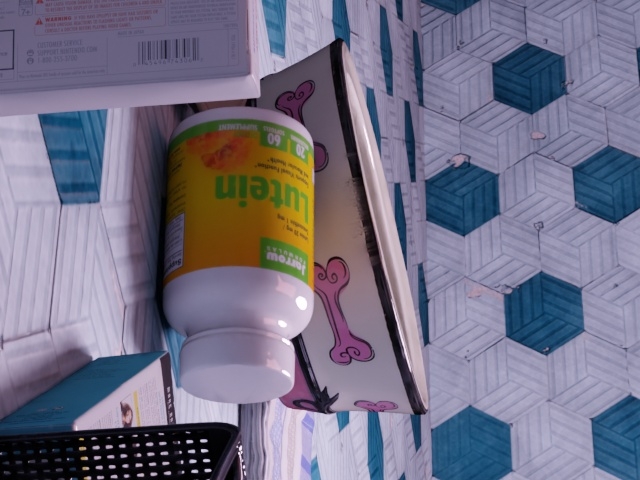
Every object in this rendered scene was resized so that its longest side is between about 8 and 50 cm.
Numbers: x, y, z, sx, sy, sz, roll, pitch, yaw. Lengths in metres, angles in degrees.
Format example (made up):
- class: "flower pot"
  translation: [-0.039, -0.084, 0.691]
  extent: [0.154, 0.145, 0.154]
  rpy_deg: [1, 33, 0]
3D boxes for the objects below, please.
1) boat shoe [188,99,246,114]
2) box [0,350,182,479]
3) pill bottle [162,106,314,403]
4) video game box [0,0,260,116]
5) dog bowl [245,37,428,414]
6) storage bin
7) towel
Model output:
- class: "boat shoe"
  translation: [-0.131, -0.201, 1.594]
  extent: [0.065, 0.075, 0.206]
  rpy_deg: [32, -29, 45]
- class: "box"
  translation: [-0.159, 0.149, 1.185]
  extent: [0.244, 0.060, 0.100]
  rpy_deg: [-36, 121, -79]
- class: "pill bottle"
  translation: [-0.073, 0.015, 1.525]
  extent: [0.136, 0.136, 0.245]
  rpy_deg: [66, 22, -63]
- class: "video game box"
  translation: [-0.141, -0.171, 1.027]
  extent: [0.048, 0.205, 0.187]
  rpy_deg: [66, 22, -74]
- class: "dog bowl"
  translation: [0.000, 0.000, 1.797]
  extent: [0.408, 0.150, 0.407]
  rpy_deg: [-13, 90, -84]
- class: "storage bin"
  translation: [-0.135, 0.167, 0.959]
  extent: [0.122, 0.180, 0.084]
  rpy_deg: [-62, 147, -72]
- class: "towel"
  translation: [-0.045, 0.243, 1.898]
  extent: [0.285, 0.034, 0.209]
  rpy_deg: [68, 21, -61]
